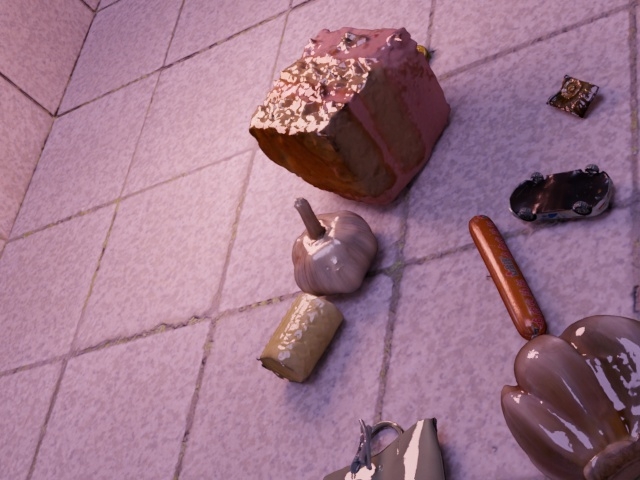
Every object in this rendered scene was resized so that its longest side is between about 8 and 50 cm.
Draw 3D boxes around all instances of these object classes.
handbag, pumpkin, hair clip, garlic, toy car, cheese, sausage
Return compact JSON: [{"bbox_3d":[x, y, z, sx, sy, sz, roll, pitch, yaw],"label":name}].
[{"bbox_3d":[0.106,0.413,1.846,0.241,0.109,0.315,-33,36,17],"label":"handbag"},{"bbox_3d":[0.497,-0.278,2.126,0.073,0.035,0.101,-57,40,6],"label":"pumpkin"},{"bbox_3d":[0.071,0.358,1.898,0.039,0.030,0.115,-33,23,24],"label":"hair clip"},{"bbox_3d":[0.000,0.000,2.209,0.199,0.226,0.199,-22,43,22],"label":"garlic"},{"bbox_3d":[0.437,-0.080,1.990,0.205,0.056,0.095,-8,53,45],"label":"toy car"},{"bbox_3d":[-0.037,0.195,2.183,0.123,0.094,0.167,0,53,56],"label":"cheese"},{"bbox_3d":[0.417,0.232,1.683,0.279,0.132,0.325,-34,44,5],"label":"garlic"},{"bbox_3d":[0.335,0.061,1.967,0.053,0.053,0.348,-36,39,15],"label":"sausage"}]

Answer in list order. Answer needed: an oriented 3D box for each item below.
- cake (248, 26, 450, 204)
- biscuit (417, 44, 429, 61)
[{"bbox_3d":[0.065,-0.264,2.329,0.314,0.293,0.307,18,65,46],"label":"cake"},{"bbox_3d":[0.214,-0.416,2.527,0.084,0.023,0.084,-24,44,25],"label":"biscuit"}]
